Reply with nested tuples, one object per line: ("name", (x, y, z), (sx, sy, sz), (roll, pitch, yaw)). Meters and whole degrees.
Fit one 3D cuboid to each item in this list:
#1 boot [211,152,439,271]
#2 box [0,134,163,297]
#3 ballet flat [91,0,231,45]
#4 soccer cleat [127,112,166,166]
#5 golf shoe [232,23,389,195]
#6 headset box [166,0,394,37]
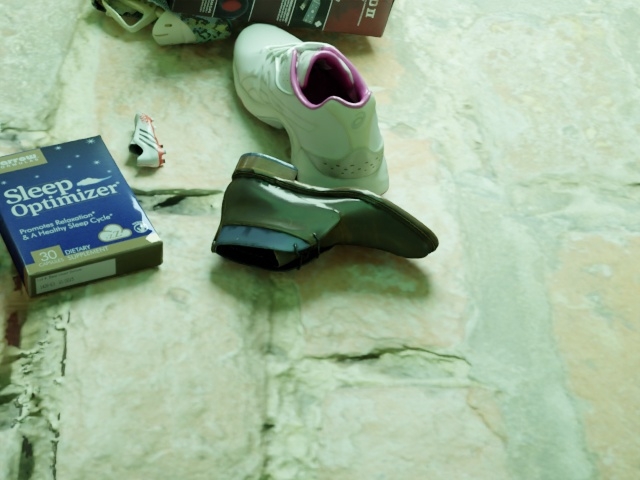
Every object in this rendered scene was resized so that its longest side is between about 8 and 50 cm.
("boot", (0.000, 0.000, 1.502), (0.219, 0.082, 0.106), (20, 64, 12))
("box", (-0.261, -0.039, 1.535), (0.136, 0.036, 0.225), (-15, 43, -21))
("ballet flat", (-0.192, -0.262, 1.793), (0.188, 0.070, 0.070), (26, 45, 26))
("soccer cleat", (-0.191, -0.108, 1.626), (0.036, 0.029, 0.083), (-9, 46, -21))
("golf shoe", (-0.009, -0.168, 1.630), (0.115, 0.140, 0.306), (-16, 43, -20))
("headset box", (-0.048, -0.347, 1.808), (0.293, 0.110, 0.218), (3, 34, -22))
